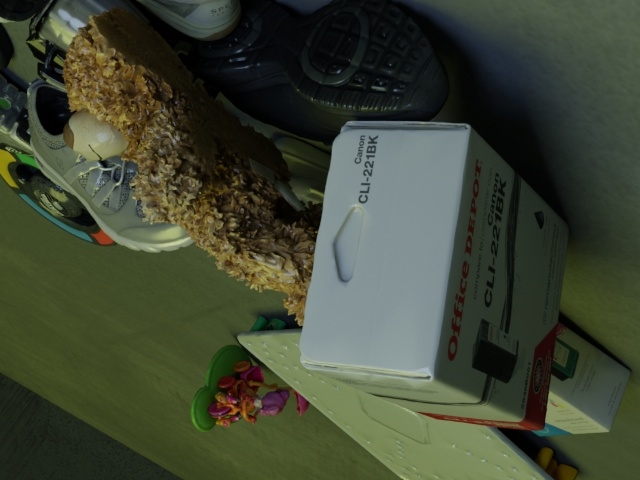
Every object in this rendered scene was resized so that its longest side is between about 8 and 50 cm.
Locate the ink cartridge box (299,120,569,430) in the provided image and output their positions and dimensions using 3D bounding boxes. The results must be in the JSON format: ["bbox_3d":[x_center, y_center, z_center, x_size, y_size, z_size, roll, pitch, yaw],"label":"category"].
[{"bbox_3d":[0.106,0.039,0.947,0.114,0.197,0.273,2,166,30],"label":"ink cartridge box"}]

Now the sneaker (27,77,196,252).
[{"bbox_3d":[-0.220,-0.080,1.196,0.281,0.105,0.115,27,149,29],"label":"sneaker"}]

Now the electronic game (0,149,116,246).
[{"bbox_3d":[-0.387,-0.068,1.681,0.229,0.048,0.229,27,156,13],"label":"electronic game"}]

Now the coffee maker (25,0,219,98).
[{"bbox_3d":[-0.186,-0.183,1.142,0.178,0.120,0.171,37,-170,-6],"label":"coffee maker"}]

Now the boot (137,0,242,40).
[{"bbox_3d":[-0.160,-0.273,0.953,0.213,0.077,0.165,30,154,14],"label":"boot"}]

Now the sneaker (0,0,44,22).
[{"bbox_3d":[-0.389,-0.323,1.122,0.108,0.100,0.271,18,153,43],"label":"sneaker"}]

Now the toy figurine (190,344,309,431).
[{"bbox_3d":[-0.095,0.244,1.810,0.159,0.173,0.130,-1,114,33],"label":"toy figurine"}]

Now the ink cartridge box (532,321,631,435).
[{"bbox_3d":[0.201,0.122,1.239,0.231,0.078,0.134,33,158,-14],"label":"ink cartridge box"}]

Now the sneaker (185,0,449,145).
[{"bbox_3d":[0.011,-0.138,0.989,0.286,0.109,0.130,21,162,47],"label":"sneaker"}]

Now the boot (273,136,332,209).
[{"bbox_3d":[0.026,-0.009,1.169,0.258,0.123,0.095,22,155,25],"label":"boot"}]

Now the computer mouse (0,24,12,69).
[{"bbox_3d":[-0.429,-0.279,1.328,0.071,0.041,0.242,21,154,28],"label":"computer mouse"}]

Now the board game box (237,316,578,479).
[{"bbox_3d":[0.115,0.232,1.624,0.390,0.050,0.390,43,156,-20],"label":"board game box"}]

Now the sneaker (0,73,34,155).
[{"bbox_3d":[-0.443,-0.176,1.497,0.228,0.086,0.132,38,159,-15],"label":"sneaker"}]

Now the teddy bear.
[{"bbox_3d":[-0.095,-0.043,0.975,0.338,0.113,0.245,39,-160,-22],"label":"teddy bear"}]
